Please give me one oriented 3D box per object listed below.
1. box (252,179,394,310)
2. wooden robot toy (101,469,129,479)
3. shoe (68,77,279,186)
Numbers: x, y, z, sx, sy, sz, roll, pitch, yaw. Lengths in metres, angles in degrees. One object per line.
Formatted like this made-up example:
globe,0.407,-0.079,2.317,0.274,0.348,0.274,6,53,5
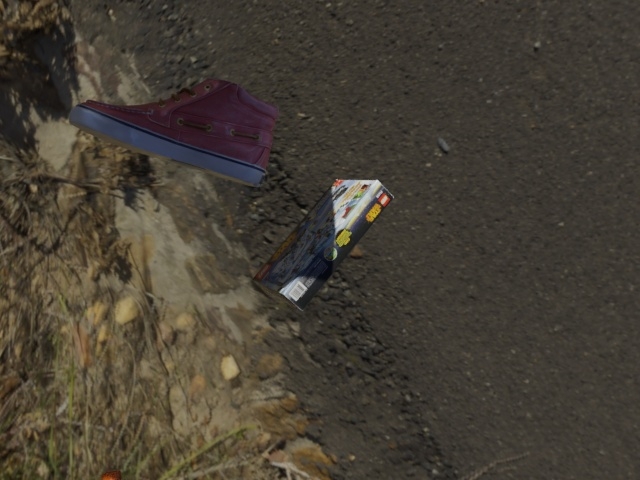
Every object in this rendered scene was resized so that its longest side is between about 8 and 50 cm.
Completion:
box,0.000,0.000,0.643,0.027,0.094,0.137,44,79,-21
wooden robot toy,-0.121,0.171,0.381,0.076,0.173,0.079,14,60,-44
shoe,-0.126,-0.111,0.604,0.178,0.063,0.081,16,89,-18
